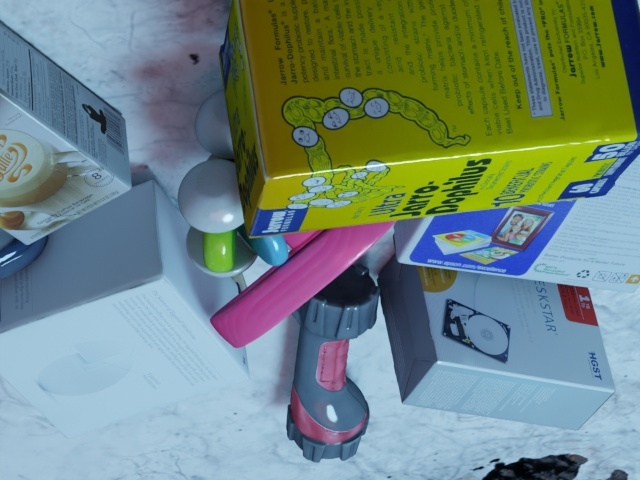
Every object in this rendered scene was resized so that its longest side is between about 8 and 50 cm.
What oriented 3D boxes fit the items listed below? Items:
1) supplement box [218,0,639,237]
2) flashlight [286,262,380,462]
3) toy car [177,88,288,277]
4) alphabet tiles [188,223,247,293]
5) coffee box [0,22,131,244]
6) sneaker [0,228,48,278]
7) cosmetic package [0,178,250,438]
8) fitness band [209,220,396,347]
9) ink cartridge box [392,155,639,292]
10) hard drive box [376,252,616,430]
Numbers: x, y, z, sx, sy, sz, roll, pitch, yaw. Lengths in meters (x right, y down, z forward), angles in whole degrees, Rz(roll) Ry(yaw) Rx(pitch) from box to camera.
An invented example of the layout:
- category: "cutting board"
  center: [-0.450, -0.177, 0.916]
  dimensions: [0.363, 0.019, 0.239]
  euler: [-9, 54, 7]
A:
- category: "supplement box"
  center: [0.100, -0.136, 1.726]
  dimensions: [0.356, 0.195, 0.194]
  euler: [-7, 166, -8]
- category: "flashlight"
  center: [0.019, 0.142, 2.222]
  dimensions: [0.103, 0.103, 0.304]
  euler: [-24, 149, -25]
- category: "toy car"
  center: [-0.061, -0.050, 1.864]
  dimensions: [0.136, 0.182, 0.159]
  euler: [9, 153, 5]
- category: "alphabet tiles"
  center: [-0.260, 0.052, 2.115]
  dimensions: [0.342, 0.011, 0.285]
  euler: [-12, 144, 3]
- category: "coffee box"
  center: [-0.312, -0.112, 1.811]
  dimensions: [0.141, 0.098, 0.246]
  euler: [-28, 140, 23]
- category: "sneaker"
  center: [-0.431, -0.024, 1.893]
  dimensions: [0.319, 0.112, 0.131]
  euler: [-3, 146, -10]
- category: "cosmetic package"
  center: [-0.224, 0.077, 2.029]
  dimensions: [0.225, 0.138, 0.224]
  euler: [-18, 142, 13]
- category: "fitness band"
  center: [0.000, 0.000, 1.942]
  dimensions: [0.054, 0.209, 0.291]
  euler: [46, 117, -6]
- category: "ink cartridge box"
  center: [0.271, -0.068, 2.022]
  dimensions: [0.304, 0.072, 0.307]
  euler: [9, 138, -20]
- category: "hard drive box"
  center: [0.196, 0.104, 2.138]
  dimensions: [0.232, 0.181, 0.089]
  euler: [10, 138, -25]
